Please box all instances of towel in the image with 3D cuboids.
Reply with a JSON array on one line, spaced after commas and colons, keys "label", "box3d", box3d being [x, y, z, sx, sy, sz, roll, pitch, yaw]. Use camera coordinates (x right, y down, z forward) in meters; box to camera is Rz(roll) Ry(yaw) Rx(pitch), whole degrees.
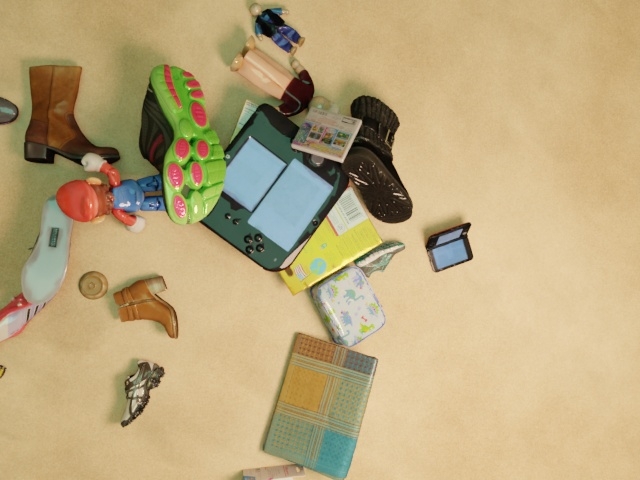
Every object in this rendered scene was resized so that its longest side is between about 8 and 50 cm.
[{"label": "towel", "box3d": [0.001, 0.488, 1.790, 0.271, 0.040, 0.370, 15, 86, 19]}]

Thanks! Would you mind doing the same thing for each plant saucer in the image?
[{"label": "plant saucer", "box3d": [-0.660, 0.131, 1.754, 0.083, 0.015, 0.084, 0, 90, -8]}]

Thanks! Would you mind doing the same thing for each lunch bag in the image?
[{"label": "lunch bag", "box3d": [0.086, 0.196, 1.818, 0.176, 0.090, 0.219, -31, 97, -20]}]

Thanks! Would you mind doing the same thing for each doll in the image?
[{"label": "doll", "box3d": [-0.135, -0.645, 1.818, 0.189, 0.046, 0.129, 39, 86, -1]}]

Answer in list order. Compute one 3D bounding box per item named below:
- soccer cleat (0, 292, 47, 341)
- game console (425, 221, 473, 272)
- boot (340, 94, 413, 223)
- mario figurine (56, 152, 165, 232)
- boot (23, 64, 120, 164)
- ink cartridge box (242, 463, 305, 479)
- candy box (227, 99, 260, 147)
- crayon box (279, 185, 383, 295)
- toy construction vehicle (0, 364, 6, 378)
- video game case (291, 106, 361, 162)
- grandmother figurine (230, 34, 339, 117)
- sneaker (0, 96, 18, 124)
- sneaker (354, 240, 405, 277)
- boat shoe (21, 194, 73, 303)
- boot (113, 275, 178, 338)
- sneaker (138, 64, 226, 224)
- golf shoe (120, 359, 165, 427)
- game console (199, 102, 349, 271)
[{"label": "soccer cleat", "box3d": [-0.846, 0.210, 1.705, 0.248, 0.083, 0.095, -36, 132, -15]}, {"label": "game console", "box3d": [0.410, 0.022, 1.884, 0.144, 0.124, 0.085, -19, 66, -9]}, {"label": "boot", "box3d": [0.188, -0.242, 1.823, 0.131, 0.348, 0.260, -11, 48, 27]}, {"label": "mario figurine", "box3d": [-0.572, -0.132, 1.697, 0.320, 0.170, 0.198, -7, 67, -31]}, {"label": "boot", "box3d": [-0.702, -0.357, 1.729, 0.264, 0.096, 0.281, 2, 82, -1]}, {"label": "ink cartridge box", "box3d": [-0.137, 0.715, 1.788, 0.181, 0.104, 0.062, -3, 91, -8]}, {"label": "candy box", "box3d": [-0.231, -0.308, 1.772, 0.053, 0.109, 0.187, 22, 86, -10]}, {"label": "crayon box", "box3d": [0.000, 0.000, 1.820, 0.318, 0.081, 0.202, -30, 94, -8]}, {"label": "toy construction vehicle", "box3d": [-0.940, 0.369, 1.701, 0.085, 0.035, 0.098, 28, 86, -8]}, {"label": "video game case", "box3d": [0.017, -0.297, 1.688, 0.157, 0.019, 0.143, 19, 68, 16]}, {"label": "grandmother figurine", "box3d": [-0.098, -0.450, 1.795, 0.342, 0.104, 0.208, 32, 80, -7]}, {"label": "sneaker", "box3d": [-0.960, -0.375, 1.666, 0.223, 0.098, 0.083, 10, 89, -8]}, {"label": "sneaker", "box3d": [0.190, 0.059, 1.868, 0.166, 0.065, 0.076, -24, 110, -5]}, {"label": "boat shoe", "box3d": [-0.755, 0.026, 1.689, 0.113, 0.105, 0.307, 7, 81, -17]}, {"label": "boot", "box3d": [-0.502, 0.212, 1.752, 0.152, 0.073, 0.197, -20, 81, -9]}, {"label": "sneaker", "box3d": [-0.389, -0.248, 1.663, 0.185, 0.202, 0.483, 6, 60, -34]}, {"label": "golf shoe", "box3d": [-0.535, 0.439, 1.751, 0.093, 0.077, 0.198, 29, 79, 3]}, {"label": "game console", "box3d": [-0.139, -0.142, 1.714, 0.342, 0.060, 0.387, 37, 83, -13]}]
